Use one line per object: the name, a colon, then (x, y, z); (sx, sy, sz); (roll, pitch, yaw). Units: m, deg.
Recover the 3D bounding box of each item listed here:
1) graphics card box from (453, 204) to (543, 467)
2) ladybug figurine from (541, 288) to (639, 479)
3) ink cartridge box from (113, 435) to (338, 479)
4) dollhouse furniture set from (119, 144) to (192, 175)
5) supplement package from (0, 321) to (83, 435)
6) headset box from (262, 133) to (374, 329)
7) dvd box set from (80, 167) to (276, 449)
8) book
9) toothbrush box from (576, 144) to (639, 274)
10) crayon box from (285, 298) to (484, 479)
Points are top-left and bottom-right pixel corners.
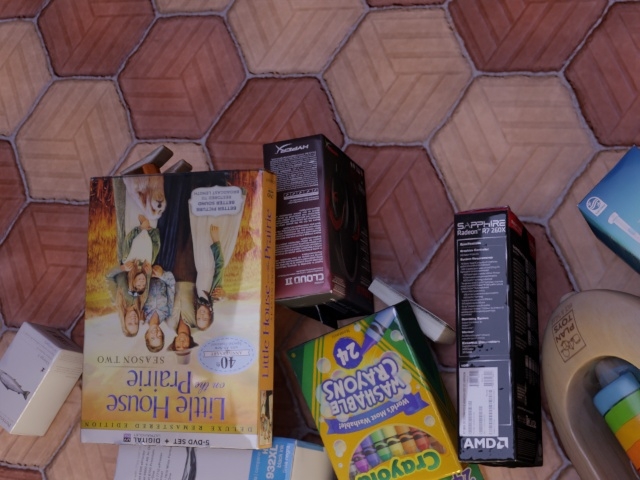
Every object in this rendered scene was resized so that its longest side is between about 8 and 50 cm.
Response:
graphics card box: (0.272, 0.154, 1.692); (0.094, 0.233, 0.371); (-5, 77, 19)
ladybug figurine: (0.485, 0.256, 1.589); (0.449, 0.161, 0.305); (63, 143, 21)
ink cartridge box: (-0.146, 0.375, 1.808); (0.307, 0.223, 0.129); (3, 78, 22)
dollhouse furniture set: (-0.232, 0.009, 1.908); (0.135, 0.259, 0.262); (-29, 68, 10)
supplement package: (-0.526, 0.255, 2.050); (0.105, 0.105, 0.179); (31, 90, 24)
headset box: (0.000, 0.000, 1.843); (0.110, 0.218, 0.293); (-9, 74, 19)
dvd box set: (-0.220, 0.105, 1.720); (0.307, 0.062, 0.421); (-1, 83, 20)
book: (0.152, 0.118, 1.822); (0.144, 0.096, 0.035); (35, 92, 24)
toothbrush box: (0.536, 0.023, 1.629); (0.126, 0.216, 0.295); (-46, 65, 5)
crayon box: (0.103, 0.281, 1.753); (0.203, 0.083, 0.323); (-25, 86, 22)
